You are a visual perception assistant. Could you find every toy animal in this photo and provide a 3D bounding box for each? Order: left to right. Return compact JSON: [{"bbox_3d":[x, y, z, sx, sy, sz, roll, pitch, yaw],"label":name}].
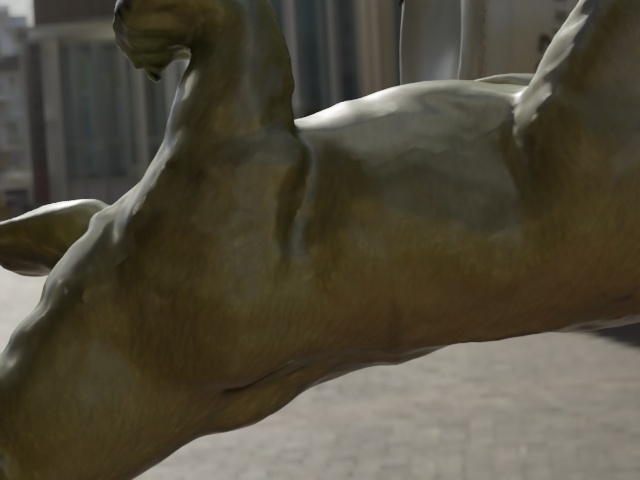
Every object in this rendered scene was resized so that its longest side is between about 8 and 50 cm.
[{"bbox_3d":[0.000,0.000,0.411,0.218,0.101,0.103,-14,-29,-8],"label":"toy animal"}]

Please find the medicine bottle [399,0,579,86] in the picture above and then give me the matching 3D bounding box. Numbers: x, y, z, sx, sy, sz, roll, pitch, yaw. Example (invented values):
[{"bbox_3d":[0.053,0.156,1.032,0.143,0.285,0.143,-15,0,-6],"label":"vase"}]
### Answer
[{"bbox_3d":[0.176,-0.097,0.920,0.252,0.144,0.144,3,2,-14],"label":"medicine bottle"}]
